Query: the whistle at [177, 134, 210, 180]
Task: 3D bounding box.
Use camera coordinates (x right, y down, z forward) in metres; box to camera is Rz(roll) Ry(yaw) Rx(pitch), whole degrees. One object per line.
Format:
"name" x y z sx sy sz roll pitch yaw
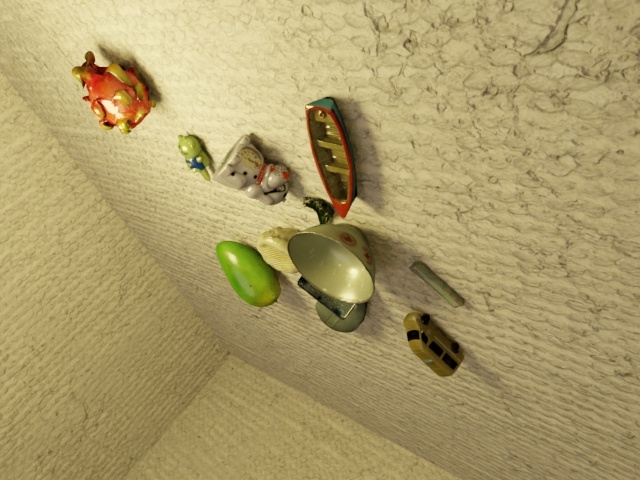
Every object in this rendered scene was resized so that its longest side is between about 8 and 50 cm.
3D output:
"whistle" -0.486 -0.320 2.054 0.105 0.085 0.228 31 154 38

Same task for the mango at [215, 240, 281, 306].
"mango" -0.340 0.151 2.462 0.382 0.201 0.225 47 163 -7

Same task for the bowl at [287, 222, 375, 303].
"bowl" 0.066 0.045 1.794 0.337 0.158 0.337 25 146 18

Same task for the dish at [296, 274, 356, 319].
"dish" 0.053 0.165 2.064 0.243 0.182 0.080 37 -168 9

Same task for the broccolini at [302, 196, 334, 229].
"broccolini" -0.033 -0.082 1.871 0.123 0.062 0.271 49 157 5

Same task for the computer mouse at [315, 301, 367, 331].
"computer mouse" 0.080 0.304 2.240 0.203 0.114 0.374 37 153 8

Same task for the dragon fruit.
"dragon fruit" -0.756 -0.534 1.923 0.307 0.227 0.243 27 146 31

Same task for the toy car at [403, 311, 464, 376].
"toy car" 0.397 0.379 1.926 0.256 0.124 0.101 43 152 -8

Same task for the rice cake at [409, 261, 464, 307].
"rice cake" 0.374 0.144 1.696 0.211 0.034 0.043 41 157 -2

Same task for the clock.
"clock" -0.213 -0.212 1.792 0.253 0.189 0.189 34 156 -16

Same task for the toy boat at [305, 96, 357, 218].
"toy boat" 0.046 -0.226 1.506 0.136 0.079 0.392 19 146 32

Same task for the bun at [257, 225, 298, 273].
"bun" -0.137 0.026 2.073 0.230 0.133 0.231 26 152 15
